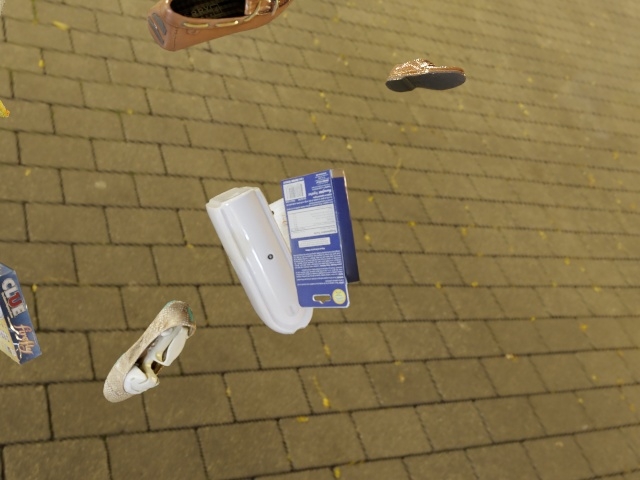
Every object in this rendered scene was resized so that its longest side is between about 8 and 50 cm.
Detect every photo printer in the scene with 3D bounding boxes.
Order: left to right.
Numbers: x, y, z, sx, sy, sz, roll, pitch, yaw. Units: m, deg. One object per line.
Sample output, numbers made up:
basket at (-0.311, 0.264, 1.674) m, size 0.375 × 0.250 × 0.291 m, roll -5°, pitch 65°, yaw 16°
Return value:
photo printer at (-0.121, 0.044, 1.562) m, size 0.107 × 0.256 × 0.307 m, roll -27°, pitch 101°, yaw -11°

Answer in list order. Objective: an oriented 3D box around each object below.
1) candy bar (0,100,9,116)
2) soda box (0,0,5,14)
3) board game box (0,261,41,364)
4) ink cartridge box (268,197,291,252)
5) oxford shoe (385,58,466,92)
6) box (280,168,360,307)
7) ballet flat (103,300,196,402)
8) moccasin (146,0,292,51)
candy bar at (-0.581, -0.267, 1.319) m, size 0.040 × 0.161 × 0.018 m, roll 39°, pitch 72°, yaw 21°
soda box at (-0.564, -0.452, 1.220) m, size 0.098 × 0.286 × 0.091 m, roll 14°, pitch 60°, yaw -15°
board game box at (-0.579, 0.099, 1.331) m, size 0.243 × 0.165 × 0.042 m, roll 19°, pitch 36°, yaw 42°
ink cartridge box at (-0.097, 0.010, 1.762) m, size 0.045 × 0.145 × 0.179 m, roll 5°, pitch 63°, yaw -64°
oxford shoe at (0.261, -0.415, 1.880) m, size 0.076 × 0.212 × 0.076 m, roll 43°, pitch 61°, yaw -50°
box at (0.000, 0.000, 1.287) m, size 0.037 × 0.136 × 0.225 m, roll -8°, pitch 91°, yaw -40°
ballet flat at (-0.270, 0.189, 1.215) m, size 0.073 × 0.206 × 0.067 m, roll 28°, pitch 11°, yaw -46°
moccasin at (-0.173, -0.504, 1.548) m, size 0.380 × 0.147 × 0.139 m, roll -26°, pitch 91°, yaw -33°
